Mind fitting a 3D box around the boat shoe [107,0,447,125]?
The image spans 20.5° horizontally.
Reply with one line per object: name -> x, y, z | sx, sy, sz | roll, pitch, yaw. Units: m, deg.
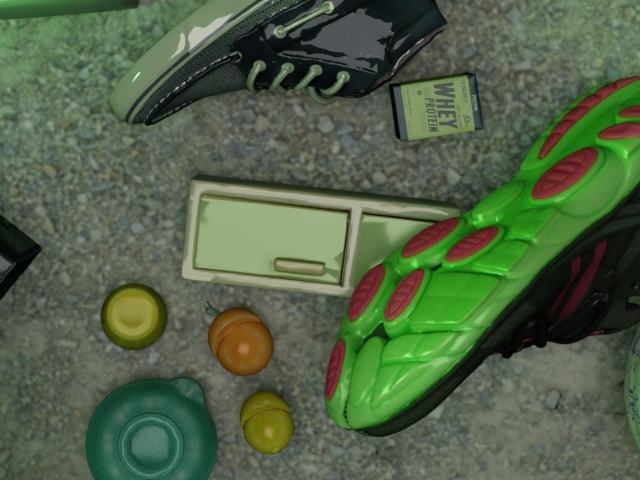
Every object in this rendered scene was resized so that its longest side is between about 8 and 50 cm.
boat shoe -> -0.034, -0.182, 1.738 | 0.340, 0.127, 0.158 | -36, 87, 3

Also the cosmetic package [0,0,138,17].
cosmetic package -> -0.268, -0.313, 1.600 | 0.156, 0.385, 0.217 | -6, 94, 0

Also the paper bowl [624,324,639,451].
paper bowl -> 0.437, 0.136, 1.747 | 0.284, 0.148, 0.284 | -3, 103, -12

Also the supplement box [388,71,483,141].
supplement box -> 0.115, -0.134, 1.767 | 0.083, 0.083, 0.056 | -9, 97, 0

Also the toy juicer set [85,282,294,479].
toy juicer set -> -0.136, 0.214, 1.802 | 0.209, 0.089, 0.329 | 7, 84, -4

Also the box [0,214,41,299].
box -> -0.370, 0.046, 1.751 | 0.093, 0.158, 0.156 | 40, 94, -4

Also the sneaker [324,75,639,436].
sneaker -> 0.212, 0.041, 1.688 | 0.483, 0.185, 0.202 | -38, 117, -16

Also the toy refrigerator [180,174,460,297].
toy refrigerator -> 0.000, 0.000, 1.777 | 0.269, 0.094, 0.102 | 7, 96, -1
